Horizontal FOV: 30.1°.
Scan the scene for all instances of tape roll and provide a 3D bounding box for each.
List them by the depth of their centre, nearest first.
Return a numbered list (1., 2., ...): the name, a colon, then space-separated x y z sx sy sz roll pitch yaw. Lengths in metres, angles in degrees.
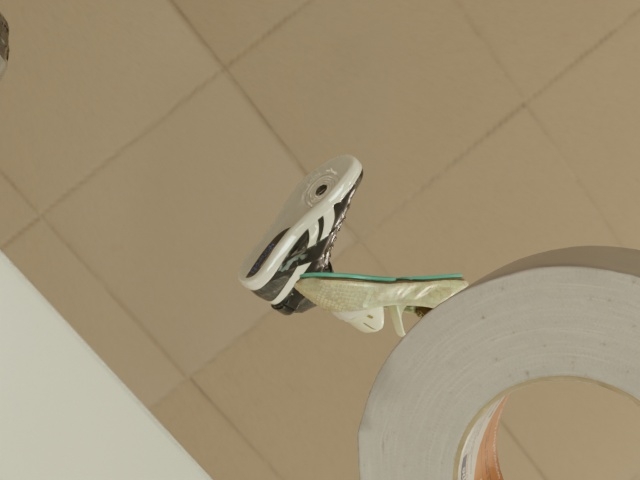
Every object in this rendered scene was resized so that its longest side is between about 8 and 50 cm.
1. tape roll: 0.131 0.115 0.586 0.219 0.072 0.219 3 98 24

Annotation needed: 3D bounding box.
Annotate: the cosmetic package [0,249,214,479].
1. cosmetic package: -0.165 0.107 0.700 0.097 0.284 0.377 -45 120 -16

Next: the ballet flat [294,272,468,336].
1. ballet flat: 0.056 0.052 0.968 0.168 0.057 0.052 1 84 -31

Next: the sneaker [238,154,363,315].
1. sneaker: 0.000 0.000 1.548 0.217 0.079 0.121 -49 125 -2

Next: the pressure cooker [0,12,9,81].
1. pressure cooker: -0.578 -0.132 1.278 0.370 0.375 0.420 28 80 -23
